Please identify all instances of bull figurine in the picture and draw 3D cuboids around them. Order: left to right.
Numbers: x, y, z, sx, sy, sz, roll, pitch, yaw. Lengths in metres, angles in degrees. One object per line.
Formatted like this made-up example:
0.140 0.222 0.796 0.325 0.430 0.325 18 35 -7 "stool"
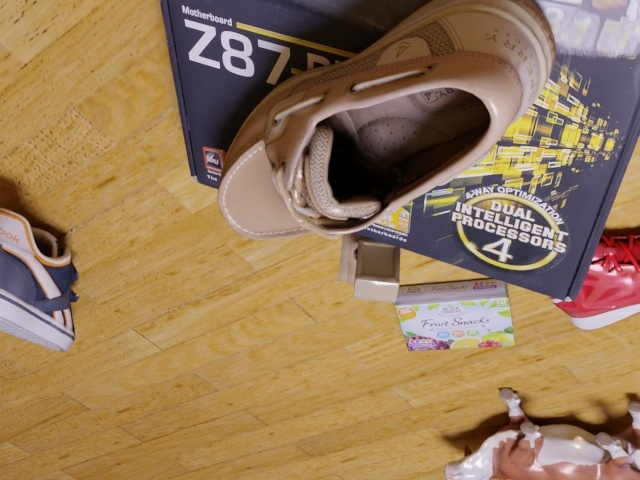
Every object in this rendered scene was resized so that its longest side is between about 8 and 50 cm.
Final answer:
0.343 0.317 1.122 0.310 0.101 0.188 0 134 10 "bull figurine"

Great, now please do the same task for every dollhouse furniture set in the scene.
0.000 0.000 0.782 0.161 0.182 0.101 6 137 2 "dollhouse furniture set"

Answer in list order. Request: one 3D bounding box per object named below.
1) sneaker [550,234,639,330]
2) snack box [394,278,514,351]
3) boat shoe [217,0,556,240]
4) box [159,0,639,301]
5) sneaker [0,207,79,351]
0.339 0.022 0.824 0.128 0.087 0.221 33 131 -25 "sneaker"
0.175 0.098 0.964 0.141 0.037 0.100 -6 134 15 "snack box"
0.010 -0.065 0.558 0.121 0.110 0.341 44 141 -14 "boat shoe"
0.061 -0.135 0.615 0.395 0.097 0.318 19 139 16 "box"
-0.374 0.060 0.963 0.126 0.127 0.321 18 161 -2 "sneaker"
